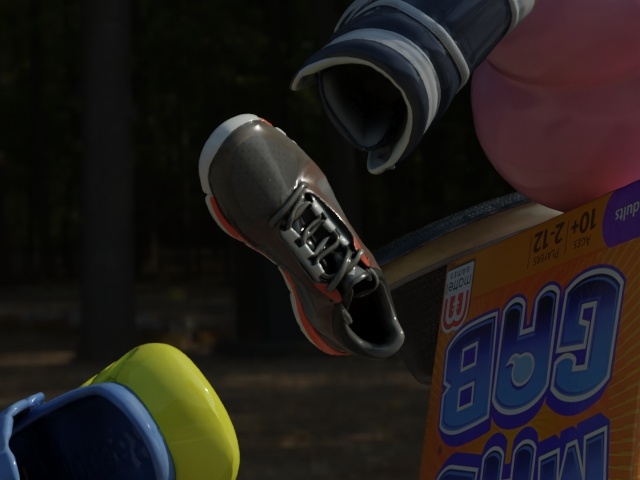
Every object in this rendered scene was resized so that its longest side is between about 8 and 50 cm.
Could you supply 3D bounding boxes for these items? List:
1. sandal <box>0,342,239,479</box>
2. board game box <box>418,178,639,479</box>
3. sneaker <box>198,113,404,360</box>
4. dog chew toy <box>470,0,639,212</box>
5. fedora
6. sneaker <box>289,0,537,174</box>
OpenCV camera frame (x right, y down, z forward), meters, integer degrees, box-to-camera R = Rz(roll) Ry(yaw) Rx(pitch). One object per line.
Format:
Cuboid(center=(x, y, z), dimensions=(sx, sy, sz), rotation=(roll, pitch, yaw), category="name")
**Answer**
Cuboid(center=(-0.184, 0.157, 1.071), dimensions=(0.138, 0.126, 0.317), rotation=(-22, -12, -40), category="sandal")
Cuboid(center=(0.313, 0.191, 1.440), dimensions=(0.356, 0.356, 0.356), rotation=(15, -18, -19), category="board game box")
Cuboid(center=(0.000, 0.000, 0.918), dimensions=(0.061, 0.158, 0.065), rotation=(-46, 32, -15), category="sneaker")
Cuboid(center=(0.203, -0.181, 1.421), dimensions=(0.207, 0.332, 0.206), rotation=(-13, 38, 10), category="dog chew toy")
Cuboid(center=(0.180, 0.054, 1.839), dimensions=(0.334, 0.152, 0.334), rotation=(-21, -10, -4), category="fedora")
Cuboid(center=(0.034, -0.108, 1.267), dimensions=(0.153, 0.099, 0.282), rotation=(-48, 5, -24), category="sneaker")
